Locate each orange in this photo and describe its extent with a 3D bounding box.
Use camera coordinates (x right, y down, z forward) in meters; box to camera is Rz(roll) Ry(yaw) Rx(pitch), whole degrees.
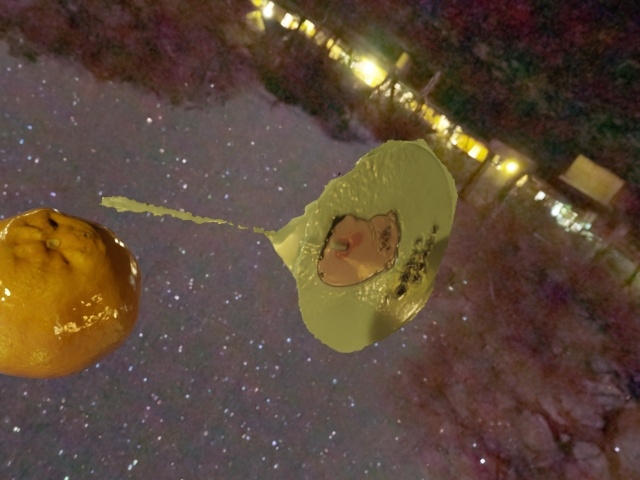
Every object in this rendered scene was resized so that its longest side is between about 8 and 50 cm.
[{"bbox_3d":[-0.239,0.041,0.471,0.158,0.136,0.159,14,-136,-14],"label":"orange"}]

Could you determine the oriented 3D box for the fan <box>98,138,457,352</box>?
[{"bbox_3d":[0.001,0.000,0.374,0.310,0.182,0.010,8,-168,-43],"label":"fan"}]
